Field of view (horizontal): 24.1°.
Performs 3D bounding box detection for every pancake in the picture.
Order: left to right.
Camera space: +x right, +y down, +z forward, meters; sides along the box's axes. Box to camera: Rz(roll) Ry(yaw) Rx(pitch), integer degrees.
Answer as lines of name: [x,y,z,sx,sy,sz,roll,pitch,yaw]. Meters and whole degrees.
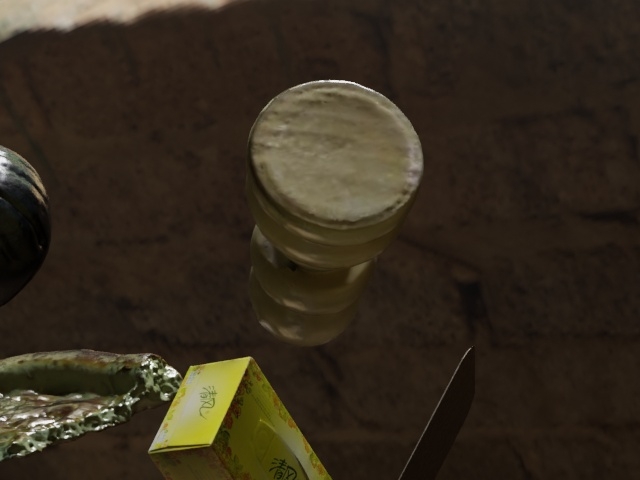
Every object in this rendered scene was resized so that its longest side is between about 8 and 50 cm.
pancake: [-0.381,0.181,1.649,0.426,0.067,0.305,-4,8,24]

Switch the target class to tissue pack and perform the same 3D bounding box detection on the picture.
tissue pack: [-0.050,0.185,1.148,0.062,0.176,0.095,-11,34,30]

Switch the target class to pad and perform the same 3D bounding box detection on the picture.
pad: [0.098,0.242,1.516,0.002,0.176,0.266,24,67,17]

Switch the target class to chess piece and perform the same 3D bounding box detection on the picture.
chess piece: [0.000,0.000,1.441,0.167,0.300,0.167,3,58,-5]

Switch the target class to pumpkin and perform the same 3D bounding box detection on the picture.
pumpkin: [-0.339,-0.006,1.352,0.202,0.140,0.202,-20,37,16]
